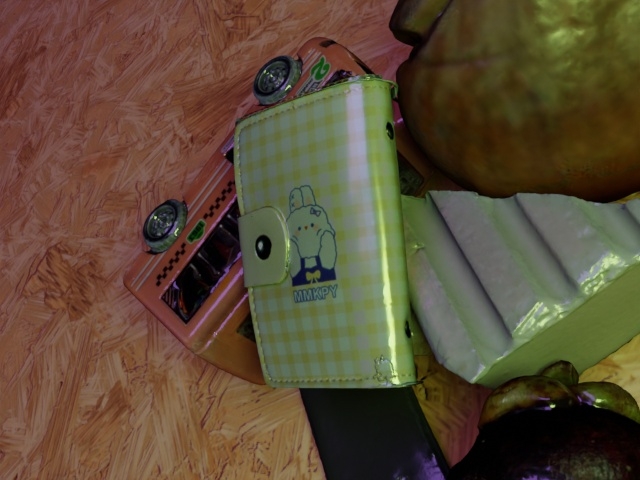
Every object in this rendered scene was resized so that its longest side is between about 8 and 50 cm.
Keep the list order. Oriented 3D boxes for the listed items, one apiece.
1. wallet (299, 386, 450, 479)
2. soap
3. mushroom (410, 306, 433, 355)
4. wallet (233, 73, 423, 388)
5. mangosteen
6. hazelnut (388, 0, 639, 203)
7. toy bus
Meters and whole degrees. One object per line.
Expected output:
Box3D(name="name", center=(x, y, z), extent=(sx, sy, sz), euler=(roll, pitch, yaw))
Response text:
Box3D(name="wallet", center=(0.052, 0.212, 0.972), extent=(0.146, 0.030, 0.285), euler=(-40, 45, 18))
Box3D(name="soap", center=(0.211, -0.005, 0.885), extent=(0.258, 0.159, 0.302), euler=(-41, 46, 17))
Box3D(name="mushroom", center=(0.104, 0.100, 0.974), extent=(0.084, 0.067, 0.083), euler=(4, 36, -3))
Box3D(name="wallet", center=(0.000, 0.000, 0.893), extent=(0.223, 0.077, 0.309), euler=(-9, 82, 39))
Box3D(name="mangosteen", center=(0.210, 0.206, 0.719), extent=(0.211, 0.211, 0.249), euler=(-17, 42, 32))
Box3D(name="hazelnut", center=(0.262, -0.230, 0.882), extent=(0.409, 0.359, 0.359), euler=(-36, 44, 6))
Box3D(name="toy bus", center=(-0.041, -0.038, 1.099), extent=(0.427, 0.203, 0.233), euler=(-52, 47, 1))
